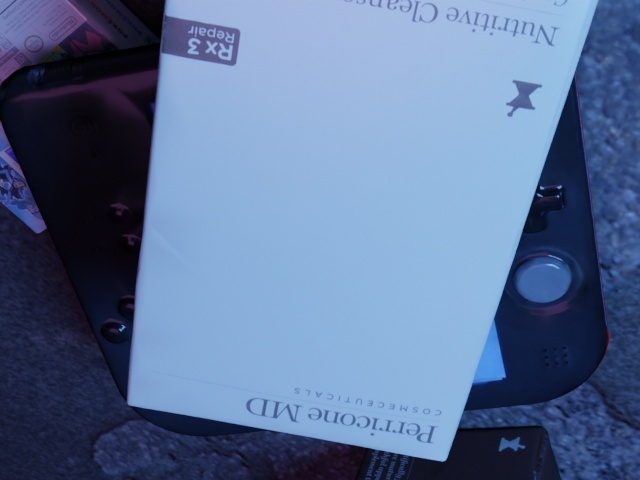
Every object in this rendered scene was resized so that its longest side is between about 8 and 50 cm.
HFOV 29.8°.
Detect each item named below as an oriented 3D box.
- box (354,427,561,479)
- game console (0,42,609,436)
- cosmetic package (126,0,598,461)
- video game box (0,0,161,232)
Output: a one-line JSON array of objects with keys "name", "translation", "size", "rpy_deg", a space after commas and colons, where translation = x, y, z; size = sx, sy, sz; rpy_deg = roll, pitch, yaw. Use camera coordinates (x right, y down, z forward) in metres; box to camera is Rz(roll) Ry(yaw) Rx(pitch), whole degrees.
[{"name": "box", "translation": [0.127, 0.294, 1.044], "size": [0.167, 0.168, 0.203], "rpy_deg": [-6, 122, 24]}, {"name": "game console", "translation": [0.000, 0.000, 0.866], "size": [0.386, 0.060, 0.342], "rpy_deg": [-8, 129, 12]}, {"name": "cosmetic package", "translation": [0.016, -0.071, 0.695], "size": [0.217, 0.156, 0.385], "rpy_deg": [9, 123, -1]}, {"name": "video game box", "translation": [-0.212, -0.115, 0.883], "size": [0.205, 0.048, 0.187], "rpy_deg": [-28, 116, 36]}]
